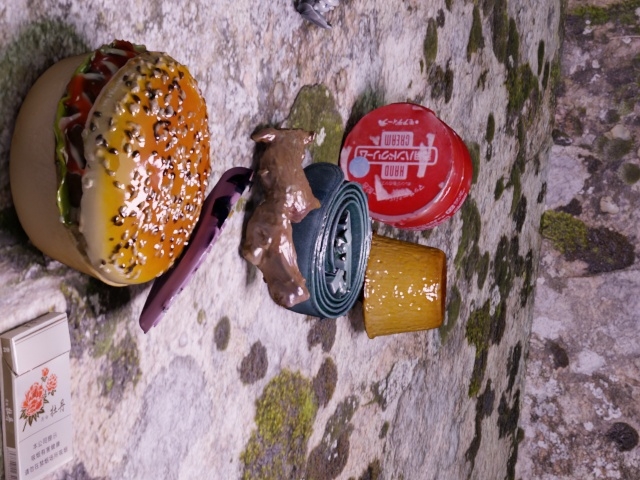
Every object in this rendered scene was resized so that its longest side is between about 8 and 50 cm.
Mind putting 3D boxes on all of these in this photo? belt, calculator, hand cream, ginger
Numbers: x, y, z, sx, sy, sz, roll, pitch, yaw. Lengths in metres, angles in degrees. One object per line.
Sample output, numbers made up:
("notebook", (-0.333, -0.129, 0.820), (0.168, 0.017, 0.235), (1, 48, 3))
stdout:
("belt", (0.000, 0.000, 2.152), (0.206, 0.116, 0.268), (-12, 110, -61))
("calculator", (-0.173, 0.009, 1.713), (0.194, 0.043, 0.294), (-51, -171, 28))
("hand cream", (0.160, -0.131, 2.339), (0.149, 0.230, 0.230), (25, 74, -65))
("ginger", (-0.061, -0.038, 2.026), (0.122, 0.084, 0.290), (5, 85, -35))

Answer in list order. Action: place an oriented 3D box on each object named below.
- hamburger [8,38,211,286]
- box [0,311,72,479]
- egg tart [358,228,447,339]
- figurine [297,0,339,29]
("hamburger", (-0.238, -0.090, 1.535), (0.300, 0.176, 0.300), (7, 90, -67))
("box", (-0.346, 0.195, 1.553), (0.109, 0.029, 0.198), (-28, 123, -61))
("egg tart", (0.155, 0.088, 2.453), (0.215, 0.170, 0.215), (2, 90, -81))
("figurine", (0.001, -0.400, 2.081), (0.086, 0.082, 0.094), (-59, 148, 0))
